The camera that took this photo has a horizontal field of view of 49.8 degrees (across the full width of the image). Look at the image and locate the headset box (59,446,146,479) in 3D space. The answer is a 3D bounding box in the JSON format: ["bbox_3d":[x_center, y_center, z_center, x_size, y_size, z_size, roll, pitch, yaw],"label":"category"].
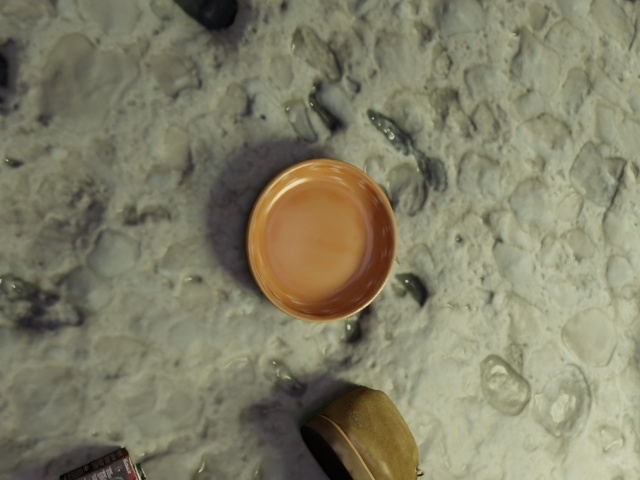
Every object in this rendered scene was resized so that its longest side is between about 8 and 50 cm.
[{"bbox_3d":[-0.234,0.272,0.757,0.083,0.032,0.062,-22,101,-22],"label":"headset box"}]

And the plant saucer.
[{"bbox_3d":[0.000,0.000,0.846,0.200,0.037,0.200,-1,92,-24],"label":"plant saucer"}]

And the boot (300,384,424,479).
[{"bbox_3d":[0.101,0.322,0.870,0.115,0.112,0.305,-36,103,-29],"label":"boot"}]
